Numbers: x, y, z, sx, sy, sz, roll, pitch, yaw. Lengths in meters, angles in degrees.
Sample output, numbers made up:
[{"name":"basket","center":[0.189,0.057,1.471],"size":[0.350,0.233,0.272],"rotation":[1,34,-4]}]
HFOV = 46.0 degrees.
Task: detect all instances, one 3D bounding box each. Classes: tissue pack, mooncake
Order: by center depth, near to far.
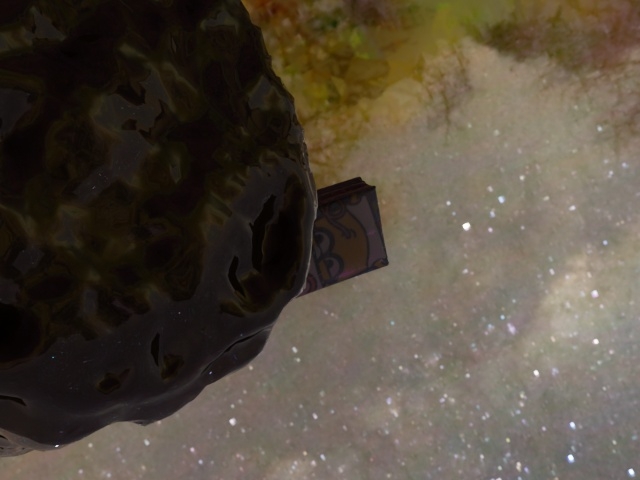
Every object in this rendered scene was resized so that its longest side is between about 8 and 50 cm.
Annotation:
[{"name":"mooncake","center":[-0.160,-0.040,0.427],"size":[0.187,0.324,0.324],"rotation":[-14,-158,46]},{"name":"tissue pack","center":[0.000,0.000,0.925],"size":[0.155,0.115,0.065],"rotation":[-20,-153,-14]}]
